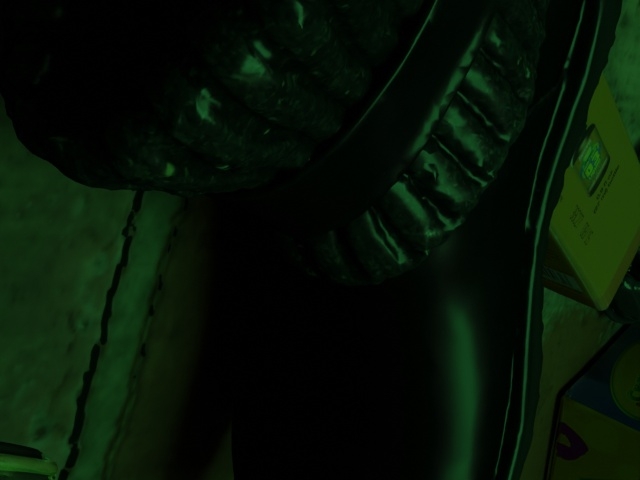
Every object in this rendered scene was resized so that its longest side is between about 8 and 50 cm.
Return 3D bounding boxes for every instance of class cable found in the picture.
[{"bbox_3d":[0.264,-0.008,0.965,0.150,0.047,0.184,-65,148,-10],"label":"cable"}]

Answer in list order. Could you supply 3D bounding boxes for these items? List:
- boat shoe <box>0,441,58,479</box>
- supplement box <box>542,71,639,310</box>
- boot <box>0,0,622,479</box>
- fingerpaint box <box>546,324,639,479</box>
[{"bbox_3d":[-0.168,0.081,0.289,0.117,0.096,0.324,-29,153,20],"label":"boat shoe"},{"bbox_3d":[0.118,-0.040,0.670,0.078,0.080,0.233,-61,152,-9],"label":"supplement box"},{"bbox_3d":[-0.004,-0.002,0.444,0.260,0.131,0.348,4,98,-65],"label":"boot"},{"bbox_3d":[0.466,0.151,1.065,0.445,0.371,0.163,-37,140,-40],"label":"fingerpaint box"}]
